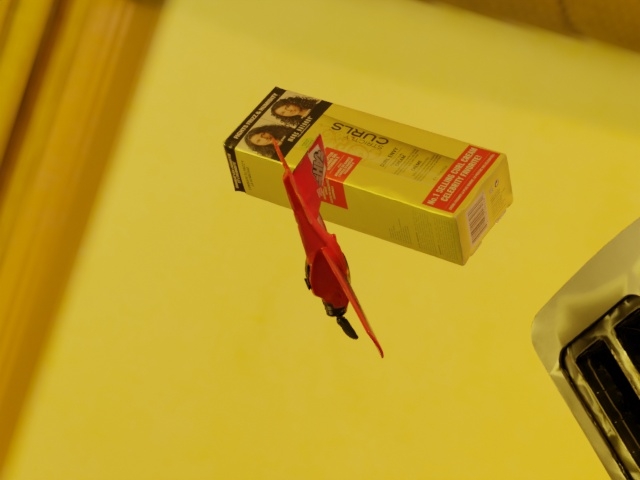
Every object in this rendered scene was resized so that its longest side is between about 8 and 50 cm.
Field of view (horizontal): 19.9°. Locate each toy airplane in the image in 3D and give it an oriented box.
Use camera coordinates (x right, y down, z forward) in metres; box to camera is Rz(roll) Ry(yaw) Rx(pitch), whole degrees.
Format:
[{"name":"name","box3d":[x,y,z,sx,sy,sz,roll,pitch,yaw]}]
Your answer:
[{"name":"toy airplane","box3d":[0.000,0.000,1.056,0.028,0.151,0.151,-18,-173,-6]}]

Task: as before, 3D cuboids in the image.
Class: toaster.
[{"name":"toaster","box3d":[0.222,0.054,0.957,0.110,0.168,0.186,-1,-125,-50]}]

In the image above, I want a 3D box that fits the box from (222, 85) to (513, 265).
[{"name":"box","box3d":[0.037,-0.056,1.504,0.232,0.087,0.058,20,143,31]}]
